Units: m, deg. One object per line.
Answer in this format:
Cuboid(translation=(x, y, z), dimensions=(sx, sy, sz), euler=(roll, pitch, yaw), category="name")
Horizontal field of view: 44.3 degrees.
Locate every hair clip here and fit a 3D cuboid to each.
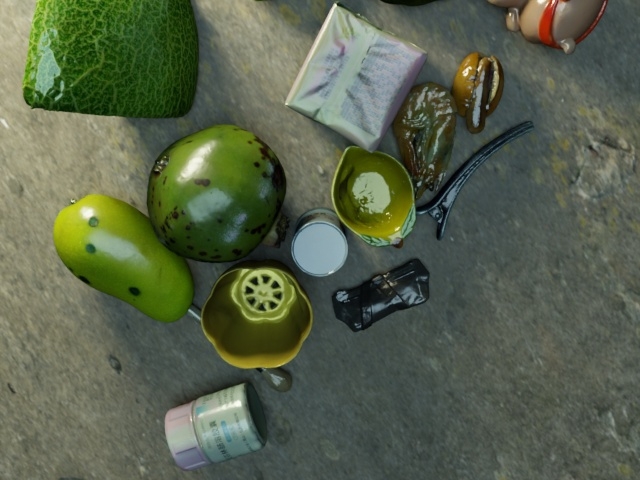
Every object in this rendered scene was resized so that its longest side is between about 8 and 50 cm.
Cuboid(translation=(0.284, -0.126, 1.450), dimensions=(0.083, 0.048, 0.275), euler=(42, 98, -3), category="hair clip")

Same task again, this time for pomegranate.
Cuboid(translation=(-0.168, -0.072, 1.374), dimensions=(0.271, 0.254, 0.254), euler=(26, 101, -16), category="pomegranate")

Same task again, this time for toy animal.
Cuboid(translation=(0.389, -0.423, 1.336), dimensions=(0.198, 0.171, 0.171), euler=(37, 100, 1), category="toy animal")

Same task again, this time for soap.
Cuboid(translation=(0.062, -0.284, 1.369), dimensions=(0.182, 0.138, 0.199), euler=(28, 101, -4), category="soap")

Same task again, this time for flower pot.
Cuboid(translation=(-0.111, 0.116, 1.434), dimensions=(0.195, 0.179, 0.195), euler=(0, 103, -1), category="flower pot")

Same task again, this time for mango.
Cuboid(translation=(-0.352, 0.035, 1.437), dimensions=(0.293, 0.143, 0.175), euler=(41, 115, -11), category="mango")

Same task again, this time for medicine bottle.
Cuboid(translation=(-0.199, 0.359, 1.512), dimensions=(0.169, 0.135, 0.135), euler=(-18, 101, 5), category="medicine bottle")

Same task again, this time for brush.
Cuboid(translation=(-0.172, 0.195, 1.530), dimensions=(0.299, 0.039, 0.042), euler=(41, 96, -4), category="brush")

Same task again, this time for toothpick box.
Cuboid(translation=(0.000, 0.000, 1.422), dimensions=(0.101, 0.153, 0.101), euler=(0, 102, 0), category="toothpick box")

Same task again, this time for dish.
Cuboid(translation=(0.096, -0.082, 1.443), dimensions=(0.149, 0.080, 0.207), euler=(-25, 99, 2), category="dish")

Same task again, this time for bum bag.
Cuboid(translation=(0.120, 0.107, 1.501), dimensions=(0.198, 0.049, 0.087), euler=(-25, 77, 6), category="bum bag")

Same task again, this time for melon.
Cuboid(translation=(-0.358, -0.386, 1.325), dimensions=(0.331, 0.226, 0.343), euler=(-6, 106, -39), category="melon")

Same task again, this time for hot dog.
Cuboid(translation=(0.281, -0.265, 1.413), dimensions=(0.090, 0.060, 0.140), euler=(18, 105, 1), category="hot dog")

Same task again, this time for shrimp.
Cuboid(translation=(0.185, -0.179, 1.431), dimensions=(0.115, 0.051, 0.217), euler=(10, 103, 21), category="shrimp")

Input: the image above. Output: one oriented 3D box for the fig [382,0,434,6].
Cuboid(translation=(0.176, -0.453, 1.357), dimensions=(0.178, 0.117, 0.117), euler=(15, 102, -13), category="fig")
